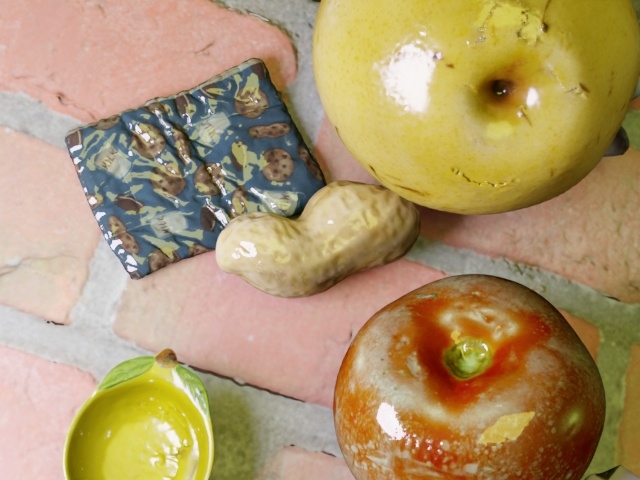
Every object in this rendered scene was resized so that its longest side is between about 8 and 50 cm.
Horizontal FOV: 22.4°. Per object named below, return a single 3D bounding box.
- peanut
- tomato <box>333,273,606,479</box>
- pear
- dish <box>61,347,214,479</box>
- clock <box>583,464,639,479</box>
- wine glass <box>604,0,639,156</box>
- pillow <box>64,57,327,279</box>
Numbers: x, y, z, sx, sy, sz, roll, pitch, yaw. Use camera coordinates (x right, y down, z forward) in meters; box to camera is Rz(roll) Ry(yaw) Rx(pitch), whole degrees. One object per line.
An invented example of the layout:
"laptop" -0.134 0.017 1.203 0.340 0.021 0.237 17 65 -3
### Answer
"peanut" 0.000 0.000 1.724 0.229 0.098 0.103 -19 58 -18
"tomato" 0.149 0.176 1.624 0.270 0.223 0.270 -2 45 2
"pear" 0.161 -0.193 1.686 0.348 0.348 0.348 4 70 -10
"dish" -0.181 0.214 1.621 0.148 0.080 0.208 18 70 -1
"clock" 0.256 0.362 1.604 0.083 0.186 0.253 29 64 34
"wine glass" 0.345 -0.208 1.867 0.103 0.103 0.222 27 68 -1
"pillow" -0.134 -0.079 1.761 0.255 0.034 0.189 -23 79 -19
